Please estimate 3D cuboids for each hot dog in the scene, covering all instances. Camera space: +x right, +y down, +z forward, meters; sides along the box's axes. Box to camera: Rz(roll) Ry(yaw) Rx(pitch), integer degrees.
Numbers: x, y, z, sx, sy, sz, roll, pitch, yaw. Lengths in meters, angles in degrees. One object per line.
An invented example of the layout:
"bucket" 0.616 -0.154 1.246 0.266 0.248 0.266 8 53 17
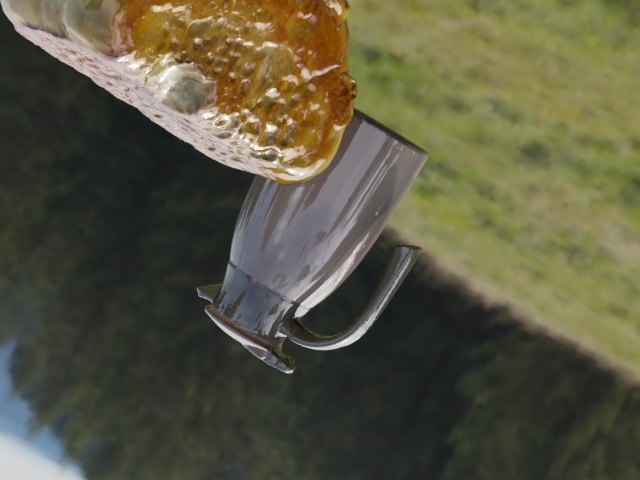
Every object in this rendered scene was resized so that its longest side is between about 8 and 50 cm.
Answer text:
"hot dog" -0.072 -0.150 1.187 0.150 0.153 0.257 21 172 44

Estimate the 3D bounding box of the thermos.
"thermos" 0.000 0.000 1.350 0.137 0.193 0.105 32 -177 17
